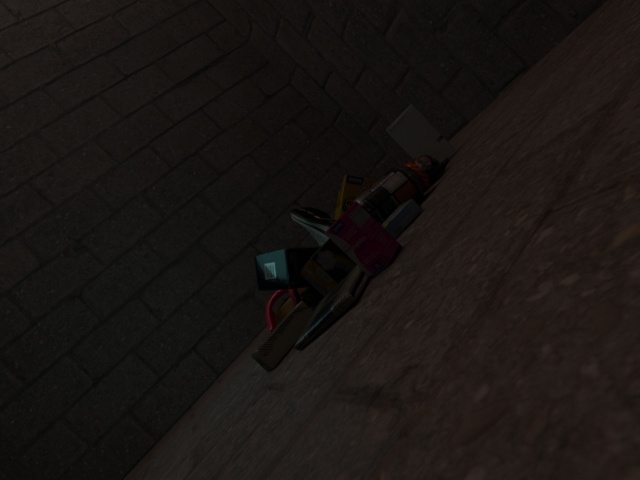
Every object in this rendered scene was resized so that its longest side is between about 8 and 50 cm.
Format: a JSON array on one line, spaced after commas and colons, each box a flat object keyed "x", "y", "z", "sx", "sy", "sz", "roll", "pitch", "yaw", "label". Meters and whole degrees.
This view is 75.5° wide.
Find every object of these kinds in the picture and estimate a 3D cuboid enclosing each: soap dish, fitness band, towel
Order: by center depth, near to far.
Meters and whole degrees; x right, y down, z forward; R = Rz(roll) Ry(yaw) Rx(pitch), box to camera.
[{"x": 0.059, "y": 0.214, "z": 1.438, "sx": 0.312, "sy": 0.056, "sz": 0.324, "roll": -49, "pitch": 1, "yaw": 28, "label": "towel"}, {"x": -0.181, "y": 0.347, "z": 2.063, "sx": 0.209, "sy": 0.054, "sz": 0.291, "roll": -45, "pitch": 33, "yaw": 11, "label": "fitness band"}, {"x": -0.138, "y": 0.350, "z": 2.260, "sx": 0.229, "sy": 0.118, "sz": 0.291, "roll": -45, "pitch": 2, "yaw": 17, "label": "soap dish"}]

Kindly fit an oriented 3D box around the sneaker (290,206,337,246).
[{"x": 0.000, "y": 0.000, "z": 2.141, "sx": 0.169, "sy": 0.447, "sz": 0.258, "roll": -19, "pitch": -55, "yaw": -44, "label": "sneaker"}]

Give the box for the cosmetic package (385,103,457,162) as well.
[{"x": 0.593, "y": -0.589, "z": 2.438, "sx": 0.217, "sy": 0.385, "sz": 0.156, "roll": -46, "pitch": 0, "yaw": 20, "label": "cosmetic package"}]

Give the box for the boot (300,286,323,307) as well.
[{"x": -0.013, "y": 0.251, "z": 2.145, "sx": 0.115, "sy": 0.113, "sz": 0.305, "roll": -28, "pitch": 11, "yaw": 14, "label": "boot"}]

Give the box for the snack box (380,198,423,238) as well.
[{"x": 0.319, "y": -0.078, "z": 1.721, "sx": 0.174, "sy": 0.070, "sz": 0.207, "roll": -46, "pitch": 1, "yaw": -3, "label": "snack box"}]

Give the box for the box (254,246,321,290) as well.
[{"x": -0.106, "y": 0.131, "z": 1.933, "sx": 0.293, "sy": 0.183, "sz": 0.296, "roll": -4, "pitch": -5, "yaw": -36, "label": "box"}]

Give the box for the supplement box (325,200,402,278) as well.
[{"x": 0.142, "y": -0.003, "z": 1.362, "sx": 0.111, "sy": 0.220, "sz": 0.114, "roll": -45, "pitch": 0, "yaw": 39, "label": "supplement box"}]

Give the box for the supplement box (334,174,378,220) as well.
[{"x": 0.189, "y": -0.157, "z": 2.299, "sx": 0.195, "sy": 0.193, "sz": 0.358, "roll": 134, "pitch": 144, "yaw": -80, "label": "supplement box"}]

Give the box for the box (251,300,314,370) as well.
[{"x": -0.140, "y": 0.373, "z": 1.621, "sx": 0.275, "sy": 0.094, "sz": 0.113, "roll": -46, "pitch": 0, "yaw": -32, "label": "box"}]

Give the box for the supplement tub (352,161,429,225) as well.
[{"x": 0.331, "y": -0.199, "z": 1.924, "sx": 0.338, "sy": 0.207, "sz": 0.207, "roll": -40, "pitch": -1, "yaw": -8, "label": "supplement tub"}]

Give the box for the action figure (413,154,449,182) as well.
[{"x": 0.487, "y": -0.321, "z": 2.154, "sx": 0.341, "sy": 0.178, "sz": 0.330, "roll": -43, "pitch": -10, "yaw": -16, "label": "action figure"}]

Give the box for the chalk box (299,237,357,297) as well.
[{"x": 0.082, "y": 0.078, "z": 1.757, "sx": 0.289, "sy": 0.180, "sz": 0.179, "roll": -44, "pitch": -5, "yaw": -33, "label": "chalk box"}]
